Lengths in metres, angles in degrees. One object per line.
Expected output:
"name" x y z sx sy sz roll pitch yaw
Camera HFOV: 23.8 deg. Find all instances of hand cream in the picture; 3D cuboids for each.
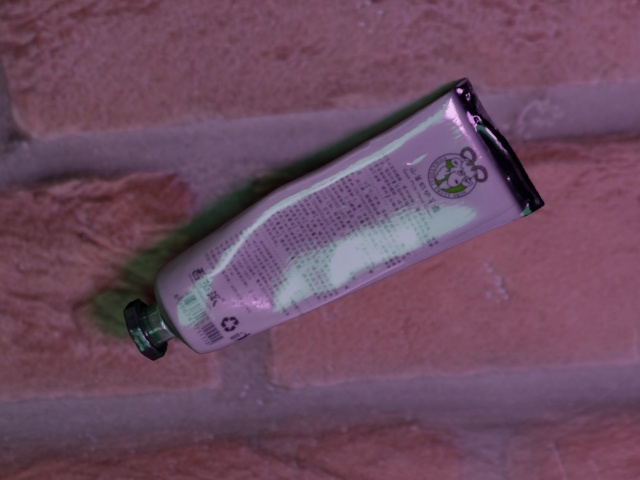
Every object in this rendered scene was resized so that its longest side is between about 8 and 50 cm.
"hand cream" 0.000 0.000 1.199 0.336 0.076 0.121 -27 113 11
